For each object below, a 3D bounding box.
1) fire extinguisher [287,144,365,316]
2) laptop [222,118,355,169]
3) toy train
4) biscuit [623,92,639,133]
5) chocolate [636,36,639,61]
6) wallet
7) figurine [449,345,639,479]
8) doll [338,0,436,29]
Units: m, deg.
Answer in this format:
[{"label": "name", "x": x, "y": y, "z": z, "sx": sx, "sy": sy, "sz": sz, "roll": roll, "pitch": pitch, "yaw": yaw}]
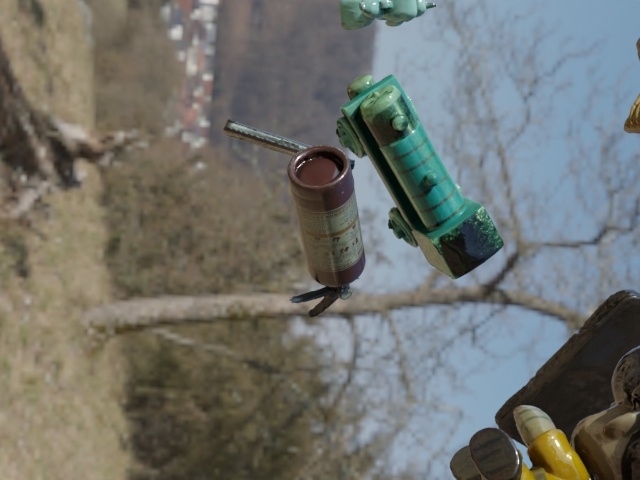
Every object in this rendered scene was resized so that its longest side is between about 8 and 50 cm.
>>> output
[{"label": "fire extinguisher", "x": 0.000, "y": 0.000, "z": 1.555, "sx": 0.231, "sy": 0.099, "sz": 0.071, "roll": 82, "pitch": -19, "yaw": -47}, {"label": "laptop", "x": -0.046, "y": -0.146, "z": 2.102, "sx": 0.154, "sy": 0.207, "sz": 0.026, "roll": -103, "pitch": -150, "yaw": -89}, {"label": "toy train", "x": 0.134, "y": -0.095, "z": 1.917, "sx": 0.298, "sy": 0.120, "sz": 0.194, "roll": 58, "pitch": -7, "yaw": -19}, {"label": "biscuit", "x": 0.538, "y": -0.243, "z": 1.955, "sx": 0.229, "sy": 0.031, "sz": 0.176, "roll": -52, "pitch": -154, "yaw": -19}, {"label": "chocolate", "x": 0.577, "y": -0.253, "z": 2.105, "sx": 0.093, "sy": 0.148, "sz": 0.214, "roll": -42, "pitch": -141, "yaw": 15}, {"label": "wallet", "x": 0.411, "y": 0.208, "z": 2.053, "sx": 0.309, "sy": 0.165, "sz": 0.042, "roll": -50, "pitch": -154, "yaw": 21}, {"label": "figurine", "x": 0.240, "y": 0.179, "z": 1.047, "sx": 0.167, "sy": 0.256, "sz": 0.192, "roll": 59, "pitch": -10, "yaw": 35}, {"label": "doll", "x": 0.105, "y": -0.374, "z": 2.184, "sx": 0.158, "sy": 0.159, "sz": 0.059, "roll": 1, "pitch": -82, "yaw": 52}]
